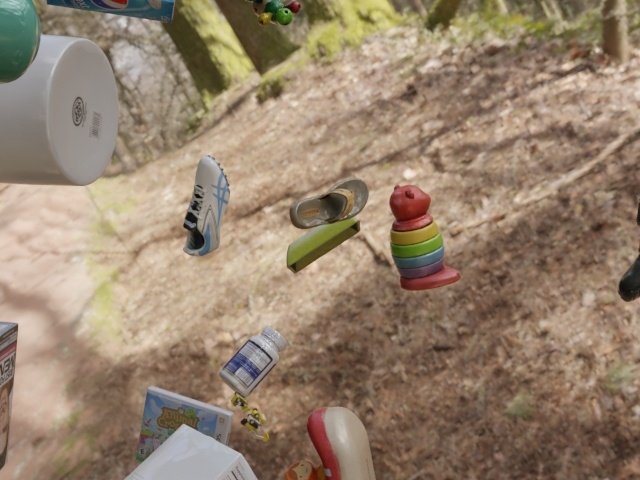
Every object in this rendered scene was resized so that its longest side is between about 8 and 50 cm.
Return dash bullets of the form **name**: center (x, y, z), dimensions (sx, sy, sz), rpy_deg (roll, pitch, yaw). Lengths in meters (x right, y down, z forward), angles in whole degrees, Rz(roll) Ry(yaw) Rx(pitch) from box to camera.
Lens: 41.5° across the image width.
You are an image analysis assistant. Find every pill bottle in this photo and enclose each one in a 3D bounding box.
- **pill bottle**: center (-0.162, 0.295, 2.078), dimensions (0.169, 0.094, 0.094), rpy_deg (-47, 22, -19)

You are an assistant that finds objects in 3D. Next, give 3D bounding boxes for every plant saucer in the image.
- **plant saucer**: center (0.000, 0.000, 1.912), dimensions (0.188, 0.045, 0.188), rpy_deg (-33, -7, -1)

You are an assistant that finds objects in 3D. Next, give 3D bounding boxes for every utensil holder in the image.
- **utensil holder**: center (-0.663, -0.275, 1.761), dimensions (0.385, 0.327, 0.327), rpy_deg (4, 29, 13)

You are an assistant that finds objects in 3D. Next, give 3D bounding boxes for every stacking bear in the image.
- **stacking bear**: center (0.271, -0.019, 2.389), dimensions (0.164, 0.289, 0.175), rpy_deg (-17, 16, -10)

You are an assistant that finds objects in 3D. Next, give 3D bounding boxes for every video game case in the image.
- **video game case**: center (-0.317, 0.456, 1.958), dimensions (0.212, 0.193, 0.023), rpy_deg (15, 15, 13)

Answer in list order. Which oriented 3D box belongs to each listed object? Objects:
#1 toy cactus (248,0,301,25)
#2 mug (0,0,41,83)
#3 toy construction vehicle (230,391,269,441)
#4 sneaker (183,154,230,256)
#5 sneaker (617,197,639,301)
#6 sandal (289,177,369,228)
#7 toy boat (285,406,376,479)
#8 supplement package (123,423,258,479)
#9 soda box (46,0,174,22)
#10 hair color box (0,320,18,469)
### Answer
- **toy cactus**: center (-0.109, -0.436, 1.469), dimensions (0.112, 0.219, 0.180), rpy_deg (-60, -23, 4)
- **mug**: center (-0.407, -0.275, 1.052), dimensions (0.097, 0.157, 0.129), rpy_deg (3, 23, -42)
- **toy construction vehicle**: center (-0.153, 0.384, 1.825), dimensions (0.035, 0.098, 0.086), rpy_deg (-41, 35, 4)
- **sneaker**: center (-0.253, -0.069, 1.828), dimensions (0.085, 0.237, 0.086), rpy_deg (27, 33, 30)
- **sneaker**: center (0.592, -0.045, 1.448), dimensions (0.330, 0.146, 0.122), rpy_deg (-49, -17, -4)
- **sandal**: center (0.025, -0.068, 1.562), dimensions (0.180, 0.072, 0.049), rpy_deg (-21, 0, -33)
- **toy boat**: center (0.011, 0.409, 1.484), dimensions (0.151, 0.231, 0.151), rpy_deg (-10, 4, 12)
- **supplement package**: center (-0.250, 0.516, 1.539), dimensions (0.263, 0.198, 0.199), rpy_deg (-41, 31, -29)
- **soda box**: center (-0.350, -0.428, 1.421), dimensions (0.210, 0.071, 0.067), rpy_deg (5, -19, -12)
- **hair color box**: center (-0.846, 0.400, 2.108), dimensions (0.113, 0.374, 0.185), rpy_deg (6, 4, -5)
